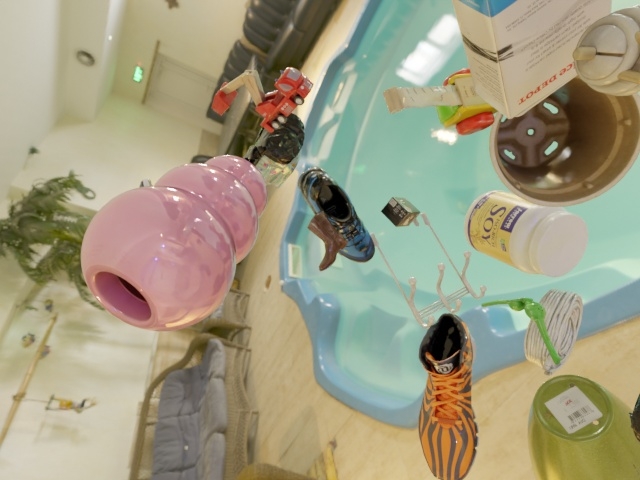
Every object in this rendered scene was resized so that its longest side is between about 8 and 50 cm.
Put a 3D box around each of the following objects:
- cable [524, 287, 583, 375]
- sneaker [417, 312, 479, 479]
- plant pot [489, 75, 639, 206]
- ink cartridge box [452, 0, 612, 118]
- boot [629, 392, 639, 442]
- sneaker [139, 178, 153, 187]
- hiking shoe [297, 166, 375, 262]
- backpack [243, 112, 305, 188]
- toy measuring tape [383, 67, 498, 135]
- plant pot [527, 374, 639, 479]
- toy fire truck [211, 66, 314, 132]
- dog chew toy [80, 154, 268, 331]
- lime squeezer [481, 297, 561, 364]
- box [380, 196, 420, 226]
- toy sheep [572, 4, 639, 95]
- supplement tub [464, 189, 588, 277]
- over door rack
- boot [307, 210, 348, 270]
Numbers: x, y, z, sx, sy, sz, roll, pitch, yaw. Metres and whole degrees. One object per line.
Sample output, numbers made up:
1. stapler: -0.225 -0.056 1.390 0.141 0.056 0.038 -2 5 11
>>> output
1. cable: 0.728 0.276 1.316 0.089 0.257 0.257 16 94 45
2. sneaker: 0.241 0.295 0.841 0.125 0.180 0.321 -5 59 24
3. plant pot: 0.598 -0.282 1.132 0.333 0.334 0.305 -63 -2 19
4. ink cartridge box: 0.245 -0.270 0.494 0.148 0.203 0.086 -35 50 7
5. boot: 0.413 0.202 0.474 0.246 0.207 0.094 115 151 -41
6. sneaker: -0.606 -0.060 1.369 0.099 0.153 0.282 154 110 -74
7. hiking shoe: 0.048 -0.045 1.083 0.113 0.304 0.132 -39 23 -1
8. backpack: -0.111 -0.202 1.005 0.182 0.115 0.152 -38 25 57
9. toy measuring tape: 0.221 -0.241 0.761 0.121 0.330 0.121 34 131 49
10. plant pot: 0.558 0.416 0.890 0.275 0.293 0.274 -25 34 18
11. toy fire truck: -0.116 -0.283 0.825 0.192 0.135 0.047 -29 32 49
12. dog chew toy: -0.190 -0.022 0.654 0.206 0.207 0.332 -48 6 43
13. lime squeezer: 0.568 0.207 1.188 0.310 0.059 0.110 -131 33 -65
14. box: 0.210 -0.075 1.106 0.062 0.083 0.052 49 118 23
15. toy sheep: 0.302 -0.185 0.417 0.091 0.132 0.091 175 90 -68
16. supplement tub: 0.679 -0.028 1.433 0.241 0.241 0.331 -68 25 8
17. over door rack: 0.303 0.063 1.229 0.324 0.239 0.108 57 150 23
18. boot: 0.000 0.000 0.996 0.037 0.114 0.106 7 55 55
